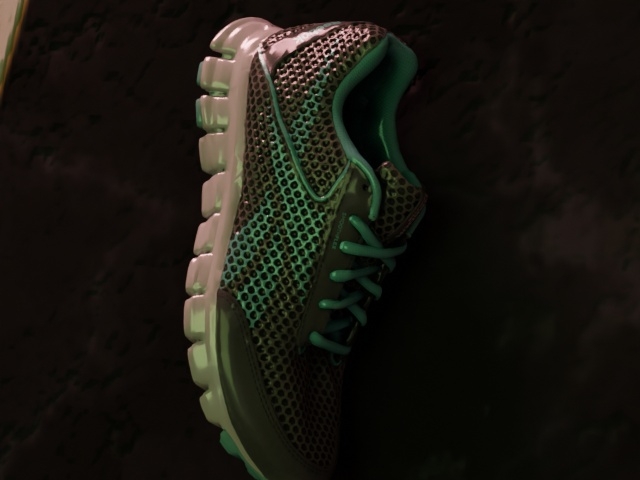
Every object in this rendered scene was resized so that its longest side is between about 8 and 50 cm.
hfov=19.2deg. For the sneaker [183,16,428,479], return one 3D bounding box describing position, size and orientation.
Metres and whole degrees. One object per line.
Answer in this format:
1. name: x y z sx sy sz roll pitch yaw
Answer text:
1. sneaker: 0.000 0.000 0.626 0.076 0.065 0.166 -9 77 32
